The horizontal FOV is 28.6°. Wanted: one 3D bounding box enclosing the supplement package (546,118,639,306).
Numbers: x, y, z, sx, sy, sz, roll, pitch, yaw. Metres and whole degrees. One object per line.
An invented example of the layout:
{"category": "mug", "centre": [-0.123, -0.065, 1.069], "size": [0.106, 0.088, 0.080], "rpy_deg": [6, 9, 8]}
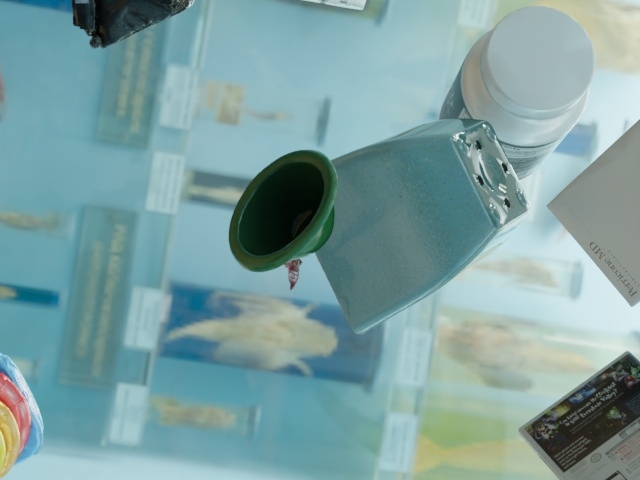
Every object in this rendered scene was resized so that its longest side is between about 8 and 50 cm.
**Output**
{"category": "supplement package", "centre": [0.465, -0.084, 1.564], "size": [0.175, 0.177, 0.293], "rpy_deg": [-26, 163, -47]}

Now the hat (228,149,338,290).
{"category": "hat", "centre": [0.000, 0.000, 1.603], "size": [0.173, 0.183, 0.208], "rpy_deg": [-49, -144, 2]}

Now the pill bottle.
{"category": "pill bottle", "centre": [0.322, -0.236, 2.066], "size": [0.363, 0.210, 0.210], "rpy_deg": [107, -10, -76]}

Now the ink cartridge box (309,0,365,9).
{"category": "ink cartridge box", "centre": [0.003, -0.237, 1.108], "size": [0.028, 0.083, 0.048], "rpy_deg": [-113, -145, -53]}

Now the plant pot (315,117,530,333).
{"category": "plant pot", "centre": [0.147, -0.049, 1.801], "size": [0.247, 0.252, 0.248], "rpy_deg": [-26, 90, -56]}

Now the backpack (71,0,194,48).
{"category": "backpack", "centre": [-0.253, -0.348, 1.552], "size": [0.182, 0.152, 0.115], "rpy_deg": [63, 12, -14]}

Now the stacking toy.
{"category": "stacking toy", "centre": [-0.447, 0.264, 1.505], "size": [0.302, 0.165, 0.175], "rpy_deg": [-99, 167, -72]}

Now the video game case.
{"category": "video game case", "centre": [0.384, 0.253, 1.643], "size": [0.173, 0.190, 0.022], "rpy_deg": [50, -8, 45]}
